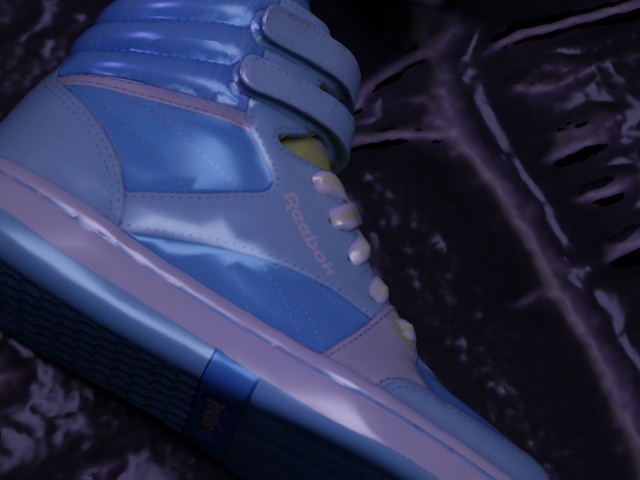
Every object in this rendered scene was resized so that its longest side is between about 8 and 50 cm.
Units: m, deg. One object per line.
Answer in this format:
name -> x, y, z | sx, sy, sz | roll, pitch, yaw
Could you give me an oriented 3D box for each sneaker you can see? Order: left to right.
sneaker -> 0.000, 0.000, 0.806 | 0.319, 0.127, 0.208 | 33, 63, -4

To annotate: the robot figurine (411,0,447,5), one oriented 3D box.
robot figurine -> -0.015, -0.281, 0.873 | 0.353, 0.200, 0.300 | 48, 25, 5
